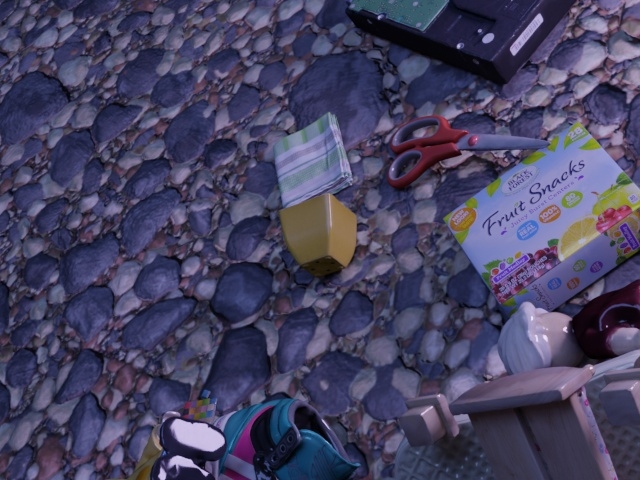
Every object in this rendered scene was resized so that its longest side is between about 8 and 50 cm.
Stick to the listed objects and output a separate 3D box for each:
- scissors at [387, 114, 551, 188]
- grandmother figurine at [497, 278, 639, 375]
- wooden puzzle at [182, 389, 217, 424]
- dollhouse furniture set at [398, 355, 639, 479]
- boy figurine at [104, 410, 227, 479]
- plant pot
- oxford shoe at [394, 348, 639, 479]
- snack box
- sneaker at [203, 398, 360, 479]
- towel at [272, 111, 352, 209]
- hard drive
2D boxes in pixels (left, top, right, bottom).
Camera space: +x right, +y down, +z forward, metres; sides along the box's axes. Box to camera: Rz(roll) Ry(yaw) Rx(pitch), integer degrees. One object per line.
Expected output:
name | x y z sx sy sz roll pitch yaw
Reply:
scissors | 0.190 -0.136 1.678 0.297 0.021 0.109 -14 48 48
grandmother figurine | 0.346 0.082 1.359 0.342 0.208 0.104 -18 89 26
wooden puzzle | -0.161 0.233 1.699 0.049 0.006 0.083 -14 49 27
dollhouse furniture set | 0.299 0.242 1.224 0.355 0.303 0.173 -15 11 47
boy figurine | -0.202 0.291 1.538 0.285 0.092 0.177 -38 35 54
plant pot | 0.000 0.000 1.720 0.081 0.081 0.083 -19 59 23
oxford shoe | 0.292 0.192 1.309 0.449 0.169 0.130 -14 5 25
snack box | 0.273 -0.019 1.536 0.207 0.070 0.174 -35 42 6
sneaker | -0.040 0.299 1.479 0.178 0.124 0.296 -29 42 28
towel | -0.016 -0.112 1.860 0.113 0.023 0.152 -27 44 15
hard drive | 0.214 -0.368 1.868 0.237 0.064 0.339 -51 44 -9
